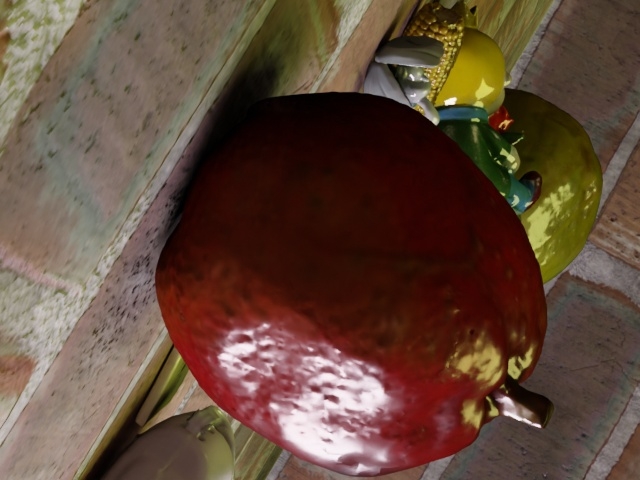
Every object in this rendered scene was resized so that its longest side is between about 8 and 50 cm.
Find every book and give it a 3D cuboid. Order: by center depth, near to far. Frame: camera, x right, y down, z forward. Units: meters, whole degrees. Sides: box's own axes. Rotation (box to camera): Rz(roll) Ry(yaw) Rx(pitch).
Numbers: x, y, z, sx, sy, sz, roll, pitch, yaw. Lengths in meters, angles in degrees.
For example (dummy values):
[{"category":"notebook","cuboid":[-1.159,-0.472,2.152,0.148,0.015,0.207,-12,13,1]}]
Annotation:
[{"category":"book","cuboid":[-0.133,0.117,1.409,0.111,0.014,0.077,-61,173,15]}]

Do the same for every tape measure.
[{"category":"tape measure","cuboid":[-0.162,0.267,1.395,0.236,0.120,0.197,-50,164,-28]}]

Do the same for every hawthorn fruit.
[{"category":"hawthorn fruit","cuboid":[0.039,0.041,1.095,0.265,0.307,0.265,-54,165,-21]}]

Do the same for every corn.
[{"category":"corn","cuboid":[0.099,-0.168,1.651,0.207,0.068,0.068,-64,172,32]}]

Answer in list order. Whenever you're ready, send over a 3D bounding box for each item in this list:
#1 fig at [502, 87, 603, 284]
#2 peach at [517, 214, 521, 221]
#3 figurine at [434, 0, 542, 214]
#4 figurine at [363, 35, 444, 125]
[{"category":"fig","cuboid":[0.248,-0.060,2.279,0.343,0.343,0.343,-58,174,-10]},{"category":"peach","cuboid":[0.122,0.010,1.923,0.292,0.247,0.292,-165,-90,-74]},{"category":"figurine","cuboid":[0.181,-0.151,1.751,0.127,0.185,0.234,-22,-115,47]},{"category":"figurine","cuboid":[0.083,-0.161,1.539,0.082,0.094,0.086,-14,117,-25]}]
